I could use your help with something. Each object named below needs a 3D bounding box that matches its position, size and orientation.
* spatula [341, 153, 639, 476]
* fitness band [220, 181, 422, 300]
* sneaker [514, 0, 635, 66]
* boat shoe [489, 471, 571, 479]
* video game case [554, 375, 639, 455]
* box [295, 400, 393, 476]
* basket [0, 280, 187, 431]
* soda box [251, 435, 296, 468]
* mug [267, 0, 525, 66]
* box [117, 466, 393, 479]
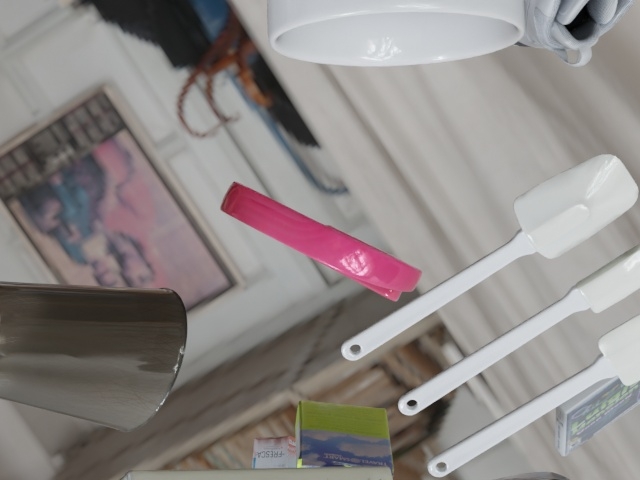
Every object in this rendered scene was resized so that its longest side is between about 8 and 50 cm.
[{"bbox_3d":[0.146,0.061,1.063,0.242,0.168,0.019,-32,-159,13],"label":"spatula"},{"bbox_3d":[0.000,0.000,1.871,0.291,0.209,0.054,25,-92,42],"label":"fitness band"},{"bbox_3d":[0.329,-0.404,1.895,0.137,0.366,0.210,2,-157,-23],"label":"sneaker"},{"bbox_3d":[0.121,0.312,1.533,0.306,0.113,0.105,-9,178,17],"label":"boat shoe"},{"bbox_3d":[0.346,0.162,1.671,0.190,0.022,0.173,-33,155,-7],"label":"video game case"},{"bbox_3d":[0.026,0.241,1.705,0.109,0.042,0.178,6,-162,-3],"label":"box"},{"bbox_3d":[-0.303,0.126,1.743,0.204,0.227,0.154,-52,-136,29],"label":"basket"},{"bbox_3d":[-0.021,0.317,2.021,0.058,0.183,0.063,-9,-115,31],"label":"soda box"},{"bbox_3d":[0.077,-0.370,1.632,0.276,0.328,0.374,-2,175,0],"label":"mug"},{"bbox_3d":[-0.060,0.270,1.332,0.275,0.113,0.094,6,150,-31],"label":"box"}]
